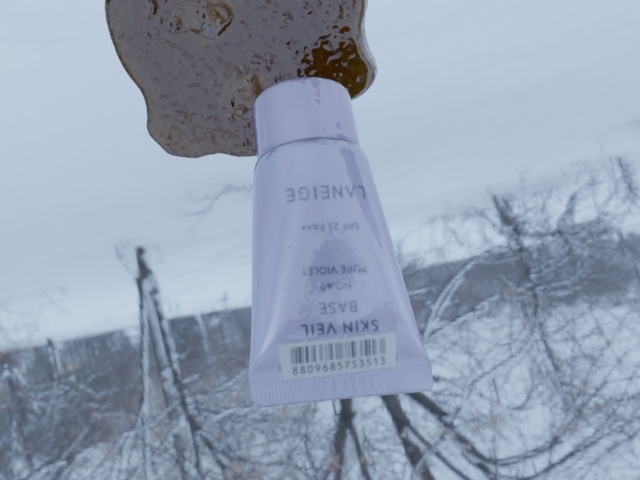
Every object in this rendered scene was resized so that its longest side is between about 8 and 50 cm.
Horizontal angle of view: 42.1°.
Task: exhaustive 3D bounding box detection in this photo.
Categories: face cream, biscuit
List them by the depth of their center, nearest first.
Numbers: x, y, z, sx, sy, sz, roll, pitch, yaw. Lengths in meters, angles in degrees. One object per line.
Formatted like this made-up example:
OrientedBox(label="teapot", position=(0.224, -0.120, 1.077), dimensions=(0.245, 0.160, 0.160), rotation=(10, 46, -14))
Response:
OrientedBox(label="face cream", position=(0.000, 0.000, 0.705), dimensions=(0.154, 0.273, 0.096), rotation=(-2, 159, -20))
OrientedBox(label="biscuit", position=(-0.078, -0.215, 0.849), dimensions=(0.273, 0.257, 0.049), rotation=(-13, -163, 18))
